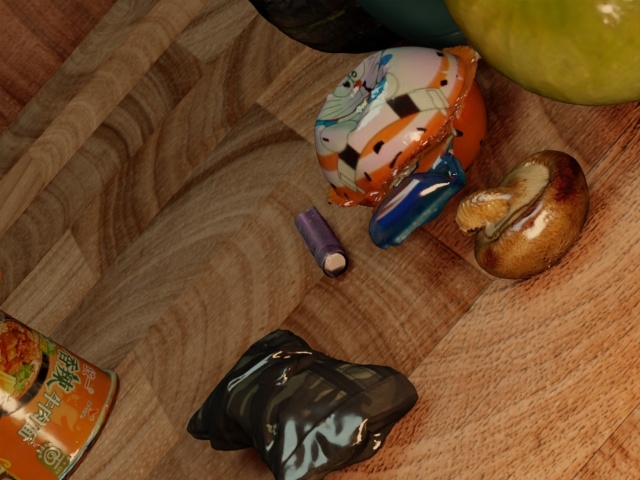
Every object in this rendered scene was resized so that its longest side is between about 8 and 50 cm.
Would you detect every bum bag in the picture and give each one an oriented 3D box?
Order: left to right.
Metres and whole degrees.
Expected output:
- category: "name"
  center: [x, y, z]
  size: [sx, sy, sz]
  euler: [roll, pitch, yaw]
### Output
- category: "bum bag"
  center: [-0.030, 0.149, 1.704]
  size: [0.144, 0.095, 0.340]
  euler: [-38, 18, -14]

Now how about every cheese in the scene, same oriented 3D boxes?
- category: "cheese"
  center: [0.085, -0.095, 1.856]
  size: [0.217, 0.129, 0.329]
  euler: [-44, 20, 18]

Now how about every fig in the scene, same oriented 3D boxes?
- category: "fig"
  center: [0.259, -0.273, 1.631]
  size: [0.316, 0.316, 0.316]
  euler: [-42, 21, 20]

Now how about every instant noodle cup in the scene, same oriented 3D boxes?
- category: "instant noodle cup"
  center: [-0.381, 0.193, 2.236]
  size: [0.230, 0.182, 0.230]
  euler: [-41, 21, 19]

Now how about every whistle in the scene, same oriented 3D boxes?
- category: "whistle"
  center: [0.000, 0.000, 2.004]
  size: [0.033, 0.033, 0.176]
  euler: [-47, 19, 6]

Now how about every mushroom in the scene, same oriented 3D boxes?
- category: "mushroom"
  center: [0.176, -0.025, 1.592]
  size: [0.127, 0.087, 0.127]
  euler: [-45, 20, 22]

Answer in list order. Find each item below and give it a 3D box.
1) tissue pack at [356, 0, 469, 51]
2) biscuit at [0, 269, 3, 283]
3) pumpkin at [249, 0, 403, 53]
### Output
- category: "tissue pack"
  center: [0.168, -0.299, 1.972]
  size: [0.198, 0.206, 0.287]
  euler: [-63, 21, -13]
- category: "biscuit"
  center: [-0.444, 0.114, 2.198]
  size: [0.142, 0.029, 0.221]
  euler: [-14, 39, 58]
- category: "pumpkin"
  center: [0.038, -0.379, 2.210]
  size: [0.323, 0.323, 0.241]
  euler: [-53, 32, -12]
